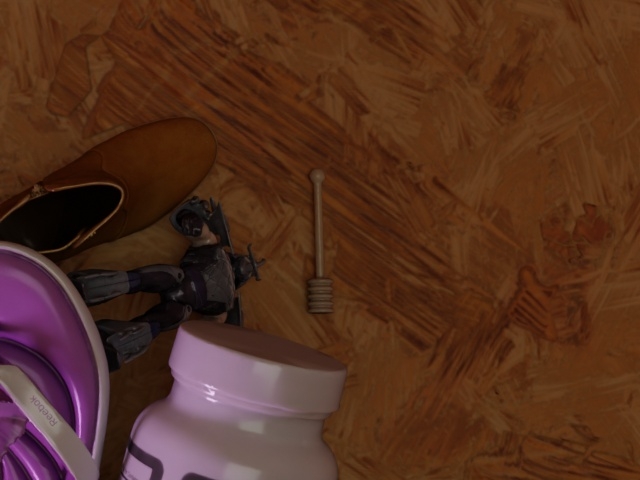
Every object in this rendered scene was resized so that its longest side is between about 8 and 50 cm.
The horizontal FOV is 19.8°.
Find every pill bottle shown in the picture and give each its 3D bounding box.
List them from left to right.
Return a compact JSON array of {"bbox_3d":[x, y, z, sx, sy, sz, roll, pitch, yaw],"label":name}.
[{"bbox_3d":[-0.101,0.276,1.792,0.210,0.210,0.363,14,95,-15],"label":"pill bottle"}]

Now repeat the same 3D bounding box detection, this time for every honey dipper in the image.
[{"bbox_3d":[0.000,0.000,2.019,0.030,0.030,0.161,1,85,-16],"label":"honey dipper"}]

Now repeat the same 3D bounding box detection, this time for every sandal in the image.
[{"bbox_3d":[-0.285,0.207,1.748,0.169,0.102,0.416,-3,104,0],"label":"sandal"}]

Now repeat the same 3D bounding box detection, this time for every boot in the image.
[{"bbox_3d":[-0.212,-0.046,1.863,0.295,0.211,0.104,-29,96,-16],"label":"boot"}]

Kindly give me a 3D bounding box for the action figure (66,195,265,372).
[{"bbox_3d":[-0.151,0.057,1.895,0.285,0.099,0.185,-20,94,-48],"label":"action figure"}]
